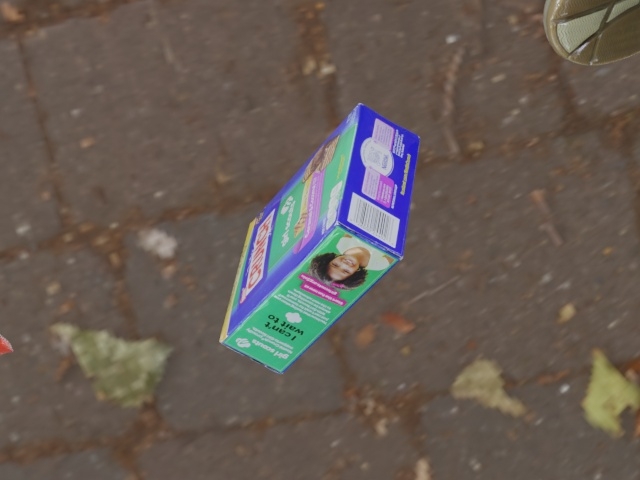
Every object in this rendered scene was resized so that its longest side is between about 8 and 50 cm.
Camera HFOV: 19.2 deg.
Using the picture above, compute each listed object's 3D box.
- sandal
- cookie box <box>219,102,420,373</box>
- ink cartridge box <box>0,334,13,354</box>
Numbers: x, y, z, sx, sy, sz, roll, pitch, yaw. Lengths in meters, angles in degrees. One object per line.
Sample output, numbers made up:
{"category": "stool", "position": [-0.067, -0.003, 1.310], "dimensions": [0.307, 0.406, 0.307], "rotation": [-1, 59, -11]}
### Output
{"category": "sandal", "position": [0.188, -0.137, 1.024], "dimensions": [0.049, 0.180, 0.072], "rotation": [37, 134, 52]}
{"category": "cookie box", "position": [0.000, 0.000, 0.936], "dimensions": [0.040, 0.092, 0.107], "rotation": [30, 130, -16]}
{"category": "ink cartridge box", "position": [-0.210, 0.001, 0.440], "dimensions": [0.232, 0.066, 0.189], "rotation": [-9, 133, 50]}
